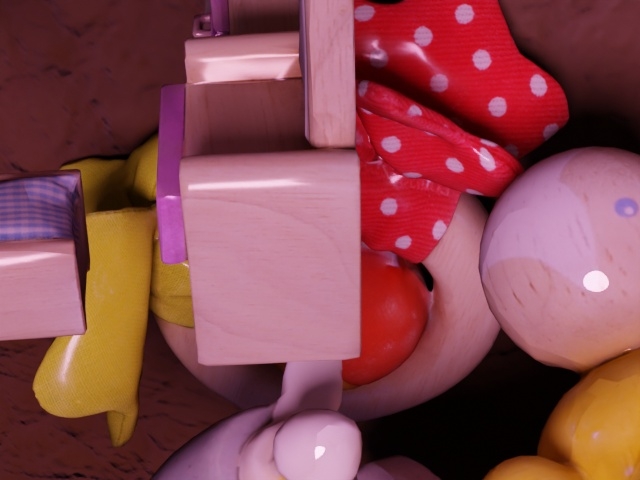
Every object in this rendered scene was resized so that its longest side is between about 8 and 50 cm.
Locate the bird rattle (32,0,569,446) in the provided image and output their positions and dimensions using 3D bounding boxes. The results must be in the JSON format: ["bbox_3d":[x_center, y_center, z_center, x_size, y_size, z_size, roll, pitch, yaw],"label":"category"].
[{"bbox_3d":[0.000,0.000,0.660,0.253,0.143,0.207,-27,130,12],"label":"bird rattle"}]

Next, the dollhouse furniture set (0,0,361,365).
[{"bbox_3d":[-0.146,-0.120,0.464,0.303,0.286,0.198,-3,126,-2],"label":"dollhouse furniture set"}]

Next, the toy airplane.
[{"bbox_3d":[0.109,0.101,0.569,0.384,0.386,0.272,-9,89,17],"label":"toy airplane"}]
